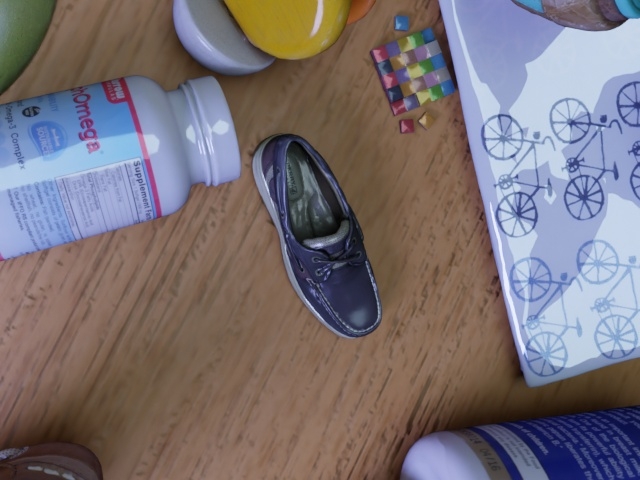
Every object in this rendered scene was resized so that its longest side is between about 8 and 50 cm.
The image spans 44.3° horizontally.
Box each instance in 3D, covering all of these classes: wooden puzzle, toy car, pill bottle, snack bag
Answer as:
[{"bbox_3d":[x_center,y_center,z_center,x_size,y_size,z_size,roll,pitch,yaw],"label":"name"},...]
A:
[{"bbox_3d":[0.066,-0.119,0.559,0.049,0.006,0.083,-24,98,-13],"label":"wooden puzzle"},{"bbox_3d":[-0.031,-0.203,0.474,0.182,0.159,0.136,55,44,-10],"label":"toy car"},{"bbox_3d":[-0.133,-0.048,0.467,0.160,0.087,0.087,-17,96,-14],"label":"pill bottle"},{"bbox_3d":[0.199,0.191,0.530,0.265,0.153,0.153,-4,93,-15],"label":"pill bottle"},{"bbox_3d":[0.275,-0.085,0.566,0.343,0.037,0.323,-13,94,-1],"label":"snack bag"}]

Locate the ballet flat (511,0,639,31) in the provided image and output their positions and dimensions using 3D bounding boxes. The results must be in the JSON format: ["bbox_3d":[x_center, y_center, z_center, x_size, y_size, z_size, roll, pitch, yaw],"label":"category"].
[{"bbox_3d":[0.220,-0.264,0.515,0.342,0.124,0.116,-52,134,-16],"label":"ballet flat"}]

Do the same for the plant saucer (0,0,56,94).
[{"bbox_3d":[-0.276,-0.176,0.451,0.241,0.037,0.241,0,92,-16],"label":"plant saucer"}]

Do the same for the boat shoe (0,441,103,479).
[{"bbox_3d":[-0.238,0.224,0.434,0.324,0.116,0.123,-34,104,10],"label":"boat shoe"}]

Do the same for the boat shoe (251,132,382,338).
[{"bbox_3d":[0.000,0.000,0.523,0.056,0.049,0.152,-30,99,-12],"label":"boat shoe"}]
